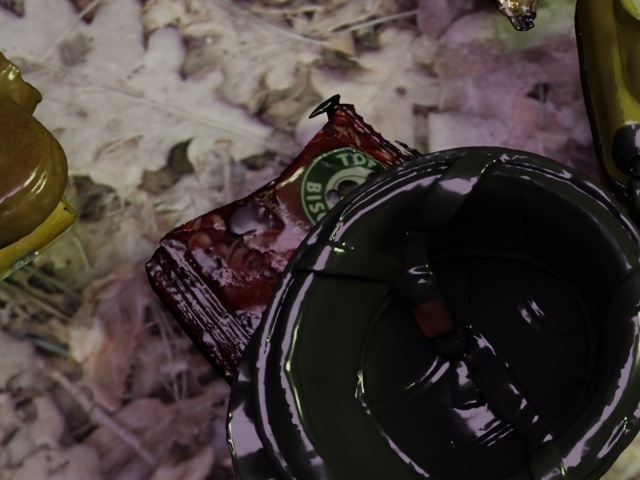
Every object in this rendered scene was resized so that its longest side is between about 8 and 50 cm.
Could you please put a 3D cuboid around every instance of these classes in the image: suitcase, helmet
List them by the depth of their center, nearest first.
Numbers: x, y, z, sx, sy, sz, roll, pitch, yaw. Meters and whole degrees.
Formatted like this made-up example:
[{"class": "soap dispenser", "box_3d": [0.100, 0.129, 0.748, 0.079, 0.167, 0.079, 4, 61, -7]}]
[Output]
[{"class": "helmet", "box_3d": [0.087, 0.085, 0.746, 0.279, 0.160, 0.230, -47, 63, 0]}, {"class": "suitcase", "box_3d": [0.283, -0.113, 0.830, 0.194, 0.143, 0.234, -6, 60, 7]}]

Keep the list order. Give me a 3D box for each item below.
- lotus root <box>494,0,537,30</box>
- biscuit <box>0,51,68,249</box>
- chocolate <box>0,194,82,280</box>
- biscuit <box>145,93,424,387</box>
[{"class": "lotus root", "box_3d": [0.168, -0.264, 0.954, 0.125, 0.118, 0.220, 5, 58, 32]}, {"class": "biscuit", "box_3d": [-0.397, -0.016, 0.885, 0.394, 0.076, 0.368, -47, 48, -12]}, {"class": "chocolate", "box_3d": [-0.290, 0.021, 0.900, 0.219, 0.085, 0.085, -39, 62, -8]}, {"class": "biscuit", "box_3d": [-0.005, -0.004, 0.868, 0.235, 0.063, 0.151, -40, 74, -18]}]
